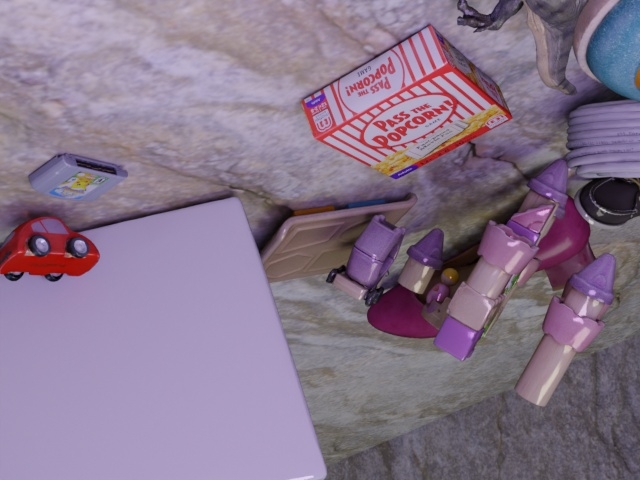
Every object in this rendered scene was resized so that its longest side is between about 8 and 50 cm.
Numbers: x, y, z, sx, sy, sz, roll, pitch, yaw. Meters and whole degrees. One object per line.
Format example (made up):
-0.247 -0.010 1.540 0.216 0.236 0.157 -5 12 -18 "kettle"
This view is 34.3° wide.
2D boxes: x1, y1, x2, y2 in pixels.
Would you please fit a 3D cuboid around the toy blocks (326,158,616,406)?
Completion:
0.228 0.003 1.300 0.260 0.308 0.288 -64 166 12 "toy blocks"

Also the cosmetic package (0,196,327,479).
-0.219 0.203 1.207 0.327 0.330 0.394 -13 161 -15 "cosmetic package"

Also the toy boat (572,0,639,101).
0.383 -0.219 0.922 0.318 0.148 0.267 -30 158 28 "toy boat"

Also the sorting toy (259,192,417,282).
0.000 0.000 1.326 0.208 0.038 0.193 -14 161 -31 "sorting toy"

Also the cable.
0.409 -0.116 1.174 0.257 0.089 0.257 -1 -177 -11 "cable"

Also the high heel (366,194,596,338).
0.222 0.029 1.574 0.377 0.127 0.181 -21 133 15 "high heel"

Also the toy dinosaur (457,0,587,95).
0.172 -0.202 0.853 0.118 0.064 0.268 4 149 6 "toy dinosaur"

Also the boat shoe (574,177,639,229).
0.456 -0.072 1.507 0.227 0.081 0.068 -12 158 -41 "boat shoe"

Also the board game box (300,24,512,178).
0.090 -0.130 1.035 0.146 0.045 0.193 -28 159 22 "board game box"

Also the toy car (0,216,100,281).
-0.328 -0.010 0.940 0.239 0.053 0.225 -12 158 -13 "toy car"

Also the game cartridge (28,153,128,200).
-0.228 -0.057 0.972 0.056 0.017 0.083 -26 160 29 "game cartridge"
